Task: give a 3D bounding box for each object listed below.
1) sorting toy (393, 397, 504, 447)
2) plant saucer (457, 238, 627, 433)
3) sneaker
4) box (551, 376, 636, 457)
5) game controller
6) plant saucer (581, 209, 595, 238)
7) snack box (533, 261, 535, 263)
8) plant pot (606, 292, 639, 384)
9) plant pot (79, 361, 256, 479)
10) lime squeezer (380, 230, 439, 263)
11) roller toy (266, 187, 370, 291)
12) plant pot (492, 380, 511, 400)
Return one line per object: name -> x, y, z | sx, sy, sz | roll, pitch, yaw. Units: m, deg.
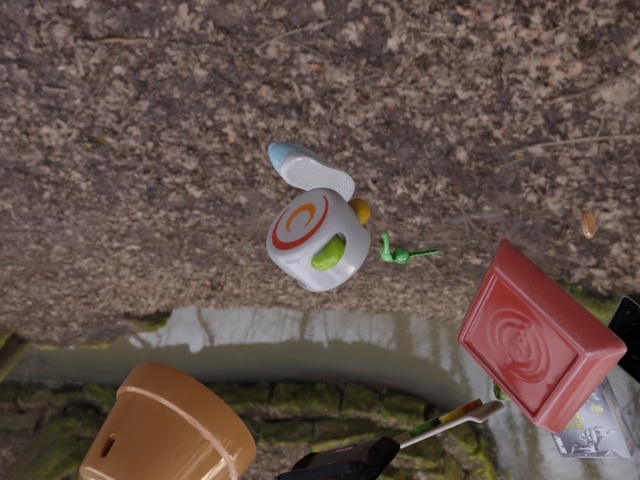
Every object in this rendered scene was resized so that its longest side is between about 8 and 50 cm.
sorting toy -> 0.273, 0.388, 1.311 | 0.208, 0.038, 0.193 | -28, 162, 27
plant saucer -> 0.341, 0.172, 1.026 | 0.048, 0.259, 0.258 | -20, 141, -29
sneaker -> -0.024, -0.218, 1.885 | 0.135, 0.150, 0.366 | -45, 146, 10
box -> 0.657, 0.436, 1.533 | 0.183, 0.056, 0.231 | -18, 100, 44
game controller -> 0.024, 0.475, 1.245 | 0.319, 0.166, 0.067 | -32, 80, 46
plant saucer -> 0.787, -0.048, 1.781 | 0.013, 0.083, 0.083 | -9, 139, 44
snack box -> 0.525, 0.110, 1.638 | 0.064, 0.178, 0.022 | 21, 136, 20
plant pot -> 0.852, 0.239, 1.522 | 0.167, 0.187, 0.188 | -14, 131, -25
plant pot -> -0.292, 0.395, 1.112 | 0.291, 0.203, 0.291 | 20, 137, 20
lime squeezer -> 0.261, 0.028, 1.980 | 0.310, 0.059, 0.110 | 15, 122, -45
roller toy -> 0.000, 0.000, 1.257 | 0.191, 0.209, 0.146 | -14, 135, 37
plant pot -> 0.427, 0.325, 1.344 | 0.079, 0.083, 0.083 | -4, 142, -2
